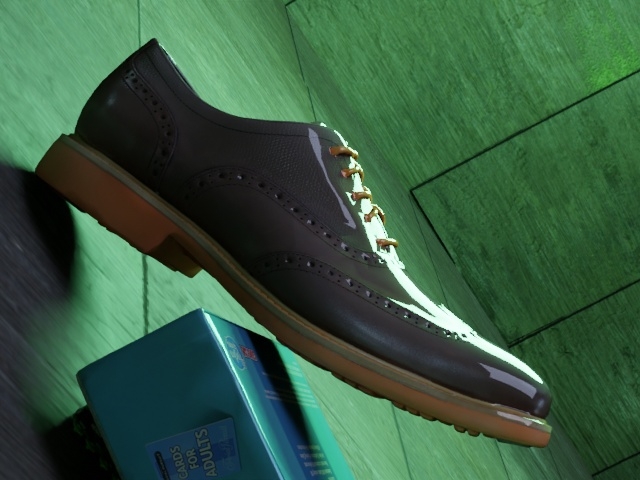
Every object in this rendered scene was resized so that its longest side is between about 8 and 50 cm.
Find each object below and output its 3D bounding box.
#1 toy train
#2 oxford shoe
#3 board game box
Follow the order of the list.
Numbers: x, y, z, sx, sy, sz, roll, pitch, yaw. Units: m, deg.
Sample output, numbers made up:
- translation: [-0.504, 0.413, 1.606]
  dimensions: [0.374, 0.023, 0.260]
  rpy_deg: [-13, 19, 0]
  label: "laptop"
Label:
- translation: [-0.109, 0.123, 0.708]
  dimensions: [0.083, 0.017, 0.024]
  rpy_deg: [58, 1, -16]
  label: "toy train"
- translation: [0.000, 0.000, 0.796]
  dimensions: [0.363, 0.133, 0.130]
  rpy_deg: [32, -4, 8]
  label: "oxford shoe"
- translation: [-0.001, 0.216, 0.733]
  dimensions: [0.336, 0.079, 0.254]
  rpy_deg: [64, 4, 13]
  label: "board game box"
